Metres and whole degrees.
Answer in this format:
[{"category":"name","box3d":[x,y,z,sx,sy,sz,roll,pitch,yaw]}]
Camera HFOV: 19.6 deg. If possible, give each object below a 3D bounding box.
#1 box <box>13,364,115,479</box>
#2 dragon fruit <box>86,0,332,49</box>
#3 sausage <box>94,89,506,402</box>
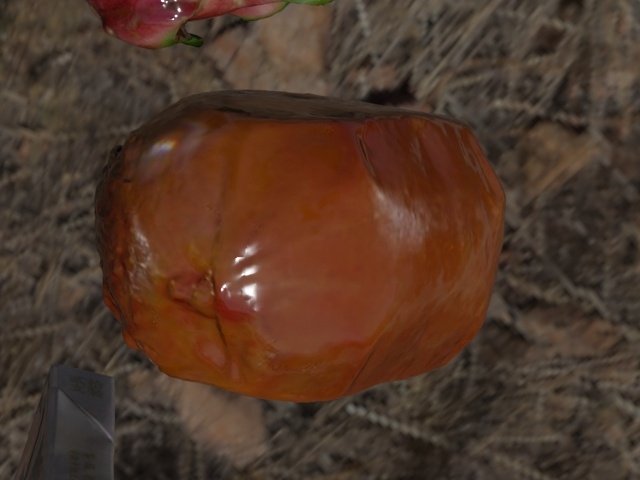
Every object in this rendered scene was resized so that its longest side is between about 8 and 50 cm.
[{"category":"box","box3d":[-0.174,0.250,1.117,0.051,0.205,0.365,15,23,-13]},{"category":"dragon fruit","box3d":[-0.067,-0.147,0.673,0.137,0.236,0.135,-20,74,18]},{"category":"sausage","box3d":[0.000,-0.001,0.930,0.268,0.153,0.141,-1,101,-60]}]
